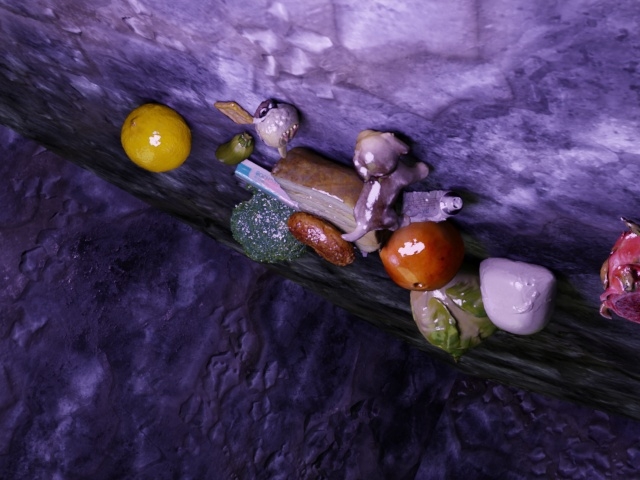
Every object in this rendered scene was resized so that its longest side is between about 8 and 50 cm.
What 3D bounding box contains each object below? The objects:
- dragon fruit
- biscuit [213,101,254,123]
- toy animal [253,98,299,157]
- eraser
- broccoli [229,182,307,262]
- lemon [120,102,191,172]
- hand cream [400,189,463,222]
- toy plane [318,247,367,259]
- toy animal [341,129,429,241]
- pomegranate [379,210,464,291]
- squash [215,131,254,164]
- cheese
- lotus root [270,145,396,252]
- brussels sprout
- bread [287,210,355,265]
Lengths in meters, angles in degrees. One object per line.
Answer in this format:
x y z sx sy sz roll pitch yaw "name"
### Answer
0.614 0.080 1.279 0.282 0.147 0.211 31 168 -33 "dragon fruit"
-0.199 -0.299 1.616 0.081 0.018 0.083 12 163 48 "biscuit"
-0.097 -0.239 1.469 0.098 0.098 0.137 24 150 7 "toy animal"
-0.132 -0.151 1.934 0.225 0.052 0.095 30 174 -2 "eraser"
-0.139 -0.059 2.100 0.269 0.261 0.241 2 -155 -21 "broccoli"
-0.436 -0.272 1.848 0.178 0.178 0.203 18 168 32 "lemon"
0.243 -0.078 1.518 0.050 0.084 0.257 6 176 -19 "hand cream"
0.084 0.024 2.313 0.197 0.078 0.053 -2 151 36 "toy plane"
0.122 -0.119 1.396 0.121 0.233 0.169 29 -148 32 "toy animal"
0.244 0.024 1.681 0.209 0.209 0.209 24 168 5 "pomegranate"
-0.224 -0.237 1.821 0.069 0.069 0.258 30 168 -19 "squash"
0.497 0.141 1.740 0.154 0.189 0.198 -8 -164 -42 "cheese"
0.063 -0.103 1.619 0.260 0.149 0.267 21 163 37 "lotus root"
0.393 0.188 1.942 0.294 0.259 0.227 34 -161 -10 "brussels sprout"
0.000 0.000 1.679 0.193 0.064 0.193 32 168 8 "bread"
